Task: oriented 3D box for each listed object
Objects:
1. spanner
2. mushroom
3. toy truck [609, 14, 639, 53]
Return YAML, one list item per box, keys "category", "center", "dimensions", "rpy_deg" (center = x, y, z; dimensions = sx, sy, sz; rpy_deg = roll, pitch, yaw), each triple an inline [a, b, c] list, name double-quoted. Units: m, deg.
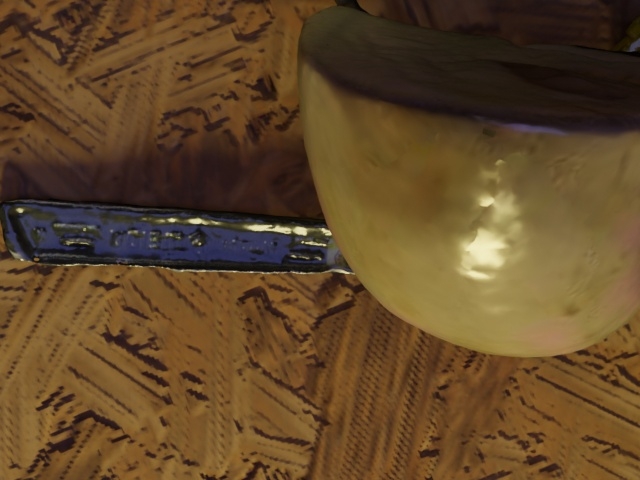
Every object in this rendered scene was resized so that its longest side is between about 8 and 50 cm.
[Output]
- category: "spanner"
  center: [0.000, 0.000, 0.964]
  dimensions: [0.325, 0.026, 0.093]
  rpy_deg: [3, 100, -7]
- category: "mushroom"
  center: [0.088, -0.004, 0.848]
  dimensions: [0.236, 0.173, 0.162]
  rpy_deg: [10, 111, 15]
- category: "toy truck"
  center: [0.251, -0.117, 0.935]
  dimensions: [0.227, 0.098, 0.114]
  rpy_deg: [-40, 98, 4]
